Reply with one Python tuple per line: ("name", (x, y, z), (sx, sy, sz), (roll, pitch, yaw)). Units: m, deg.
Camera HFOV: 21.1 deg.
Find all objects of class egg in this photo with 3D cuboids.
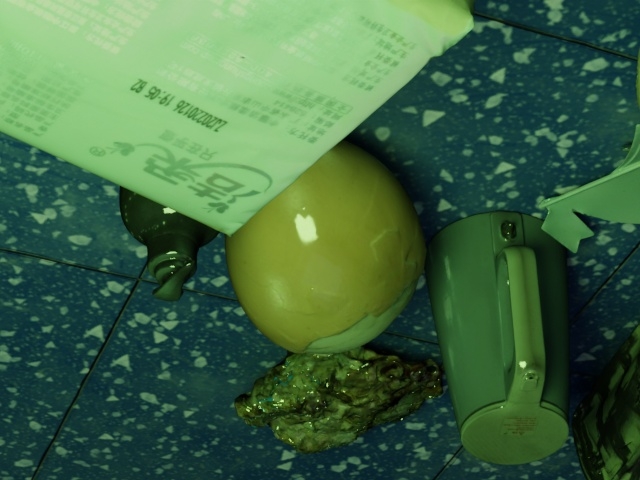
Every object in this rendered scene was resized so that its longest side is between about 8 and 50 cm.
("egg", (0.000, 0.000, 1.728), (0.201, 0.201, 0.244), (-11, 129, 11))

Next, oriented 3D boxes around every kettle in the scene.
("kettle", (0.202, 0.093, 1.817), (0.160, 0.243, 0.210), (4, 139, -8))

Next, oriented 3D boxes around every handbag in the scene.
("handbag", (0.504, 0.172, 2.009), (0.325, 0.162, 0.327), (7, 133, -17))

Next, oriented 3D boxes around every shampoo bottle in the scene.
("shampoo bottle", (-0.132, -0.067, 1.566), (0.101, 0.284, 0.101), (-1, 142, -1))

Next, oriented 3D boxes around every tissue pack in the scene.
("tissue pack", (-0.138, -0.217, 1.221), (0.405, 0.205, 0.332), (25, 139, -25))

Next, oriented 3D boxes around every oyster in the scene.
("oyster", (0.022, 0.183, 2.045), (0.260, 0.092, 0.198), (11, 143, -20))

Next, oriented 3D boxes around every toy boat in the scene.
("toy boat", (0.361, -0.079, 1.754), (0.292, 0.070, 0.210), (-7, 137, 12))

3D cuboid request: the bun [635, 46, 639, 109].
("bun", (0.404, -0.157, 1.576), (0.259, 0.152, 0.259), (-6, 125, -9))
